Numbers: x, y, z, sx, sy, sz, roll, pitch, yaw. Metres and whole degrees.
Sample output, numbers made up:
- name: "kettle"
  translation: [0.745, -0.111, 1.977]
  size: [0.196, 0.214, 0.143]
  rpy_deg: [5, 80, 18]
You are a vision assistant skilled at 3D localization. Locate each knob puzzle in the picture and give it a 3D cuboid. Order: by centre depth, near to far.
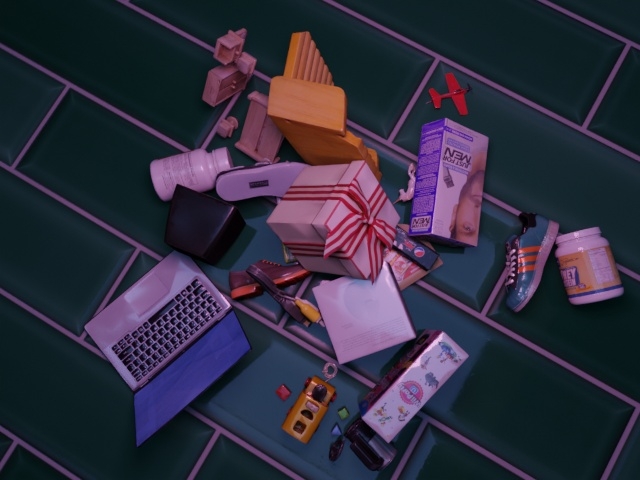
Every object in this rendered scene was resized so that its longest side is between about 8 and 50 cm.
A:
- name: "knob puzzle"
  translation: [0.239, 0.036, 1.591]
  size: [0.214, 0.030, 0.212]
  rpy_deg: [0, 82, 3]

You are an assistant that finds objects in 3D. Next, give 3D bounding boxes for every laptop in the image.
- name: "laptop"
  translation: [-0.444, 0.268, 1.479]
  size: [0.382, 0.236, 0.408]
  rpy_deg: [-41, 82, -5]

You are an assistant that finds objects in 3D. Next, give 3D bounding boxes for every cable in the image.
- name: "cable"
  translation: [-0.103, 0.147, 1.498]
  size: [0.072, 0.139, 0.287]
  rpy_deg: [-47, 115, -12]

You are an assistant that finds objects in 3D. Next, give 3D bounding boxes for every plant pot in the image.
- name: "plant pot"
  translation: [-0.346, -0.033, 1.538]
  size: [0.188, 0.188, 0.166]
  rpy_deg: [21, 77, 5]

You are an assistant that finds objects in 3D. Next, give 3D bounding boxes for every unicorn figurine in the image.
- name: "unicorn figurine"
  translation: [0.296, -0.176, 1.607]
  size: [0.162, 0.060, 0.111]
  rpy_deg: [-5, 80, 2]

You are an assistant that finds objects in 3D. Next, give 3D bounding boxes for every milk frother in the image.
- name: "milk frother"
  translation: [0.114, 0.591, 1.485]
  size: [0.135, 0.129, 0.143]
  rpy_deg: [45, 128, 8]

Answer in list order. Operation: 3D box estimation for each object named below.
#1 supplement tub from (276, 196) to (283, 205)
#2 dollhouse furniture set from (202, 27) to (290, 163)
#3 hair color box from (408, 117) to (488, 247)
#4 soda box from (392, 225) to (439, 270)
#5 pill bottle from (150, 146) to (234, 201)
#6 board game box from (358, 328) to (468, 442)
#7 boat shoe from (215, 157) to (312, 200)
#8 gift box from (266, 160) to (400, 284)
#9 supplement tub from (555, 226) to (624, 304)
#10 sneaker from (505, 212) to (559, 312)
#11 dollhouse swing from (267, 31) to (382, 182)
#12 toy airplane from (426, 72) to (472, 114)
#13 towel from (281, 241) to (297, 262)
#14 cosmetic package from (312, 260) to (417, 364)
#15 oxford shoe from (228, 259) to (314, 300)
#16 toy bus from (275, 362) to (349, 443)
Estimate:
- name: "supplement tub"
  translation: [-0.077, -0.123, 1.609]
  size: [0.107, 0.071, 0.070]
  rpy_deg: [-11, 81, 1]
- name: "dollhouse furniture set"
  translation: [-0.149, -0.412, 1.586]
  size: [0.356, 0.303, 0.173]
  rpy_deg: [34, 46, 5]
- name: "hair color box"
  translation: [0.374, -0.160, 1.538]
  size: [0.185, 0.110, 0.338]
  rpy_deg: [13, 82, -31]
- name: "soda box"
  translation: [0.260, 0.019, 1.549]
  size: [0.169, 0.053, 0.060]
  rpy_deg: [35, 85, 8]
- name: "pill bottle"
  translation: [-0.382, -0.206, 1.604]
  size: [0.230, 0.131, 0.131]
  rpy_deg: [-14, 81, 0]
- name: "board game box"
  translation: [0.242, 0.382, 1.438]
  size: [0.097, 0.224, 0.303]
  rpy_deg: [42, 84, 7]
- name: "boat shoe"
  translation: [-0.153, -0.180, 1.555]
  size: [0.307, 0.105, 0.113]
  rpy_deg: [-11, 120, -6]
- name: "gift box"
  translation: [0.046, -0.034, 1.418]
  size: [0.258, 0.255, 0.276]
  rpy_deg: [2, 56, 43]
- name: "supplement tub"
  translation: [0.757, 0.073, 1.506]
  size: [0.145, 0.144, 0.199]
  rpy_deg: [-13, 80, 0]
- name: "sneaker"
  translation: [0.581, 0.057, 1.540]
  size: [0.121, 0.108, 0.302]
  rpy_deg: [25, 75, 7]
- name: "dollhouse swing"
  translation: [0.053, -0.371, 1.476]
  size: [0.315, 0.347, 0.304]
  rpy_deg: [19, 77, 27]
- name: "toy airplane"
  translation: [0.404, -0.459, 1.663]
  size: [0.151, 0.028, 0.151]
  rpy_deg: [-1, 79, 3]
- name: "towel"
  translation: [0.000, 0.000, 1.613]
  size: [0.238, 0.021, 0.102]
  rpy_deg: [-10, 84, 1]
- name: "cosmetic package"
  translation: [0.128, 0.203, 1.500]
  size: [0.224, 0.138, 0.224]
  rpy_deg: [-21, 79, 10]
- name: "oxford shoe"
  translation: [-0.143, 0.094, 1.567]
  size: [0.272, 0.097, 0.098]
  rpy_deg: [-16, 74, -1]
- name: "toy bus"
  translation: [-0.024, 0.467, 1.495]
  size: [0.191, 0.104, 0.202]
  rpy_deg: [-15, 81, 0]
